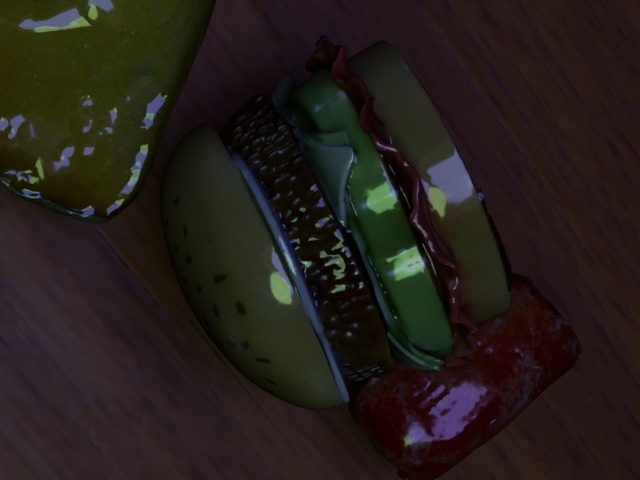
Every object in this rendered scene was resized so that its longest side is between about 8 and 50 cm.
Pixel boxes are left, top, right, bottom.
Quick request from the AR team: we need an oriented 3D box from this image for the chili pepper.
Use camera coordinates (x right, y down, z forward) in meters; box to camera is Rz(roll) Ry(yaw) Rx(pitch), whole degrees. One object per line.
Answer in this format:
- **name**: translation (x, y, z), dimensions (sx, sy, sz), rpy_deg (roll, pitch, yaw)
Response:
- **chili pepper**: translation (0.072, 0.072, 0.813), dimensions (0.123, 0.070, 0.073), rpy_deg (-39, 122, -20)

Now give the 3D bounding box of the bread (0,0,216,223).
- **bread**: translation (-0.123, -0.133, 0.717), dimensions (0.160, 0.088, 0.233), rpy_deg (21, 86, -17)

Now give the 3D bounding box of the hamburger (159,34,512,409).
- **hamburger**: translation (-0.001, -0.002, 0.731), dimensions (0.137, 0.175, 0.175), rpy_deg (-25, 101, -7)
